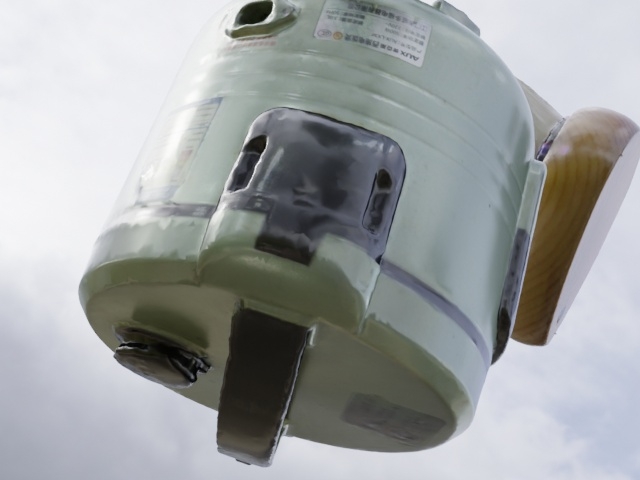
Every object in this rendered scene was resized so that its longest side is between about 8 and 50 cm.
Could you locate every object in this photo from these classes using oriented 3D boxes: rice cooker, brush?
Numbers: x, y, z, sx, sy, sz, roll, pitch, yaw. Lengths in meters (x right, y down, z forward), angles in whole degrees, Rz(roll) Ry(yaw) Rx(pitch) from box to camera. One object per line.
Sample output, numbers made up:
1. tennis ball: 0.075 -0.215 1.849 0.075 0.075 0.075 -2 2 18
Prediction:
1. rice cooker: 0.000 0.000 0.485 0.226 0.244 0.226 17 -28 9
2. brush: 0.216 -0.030 0.955 0.166 0.174 0.266 23 -79 24
